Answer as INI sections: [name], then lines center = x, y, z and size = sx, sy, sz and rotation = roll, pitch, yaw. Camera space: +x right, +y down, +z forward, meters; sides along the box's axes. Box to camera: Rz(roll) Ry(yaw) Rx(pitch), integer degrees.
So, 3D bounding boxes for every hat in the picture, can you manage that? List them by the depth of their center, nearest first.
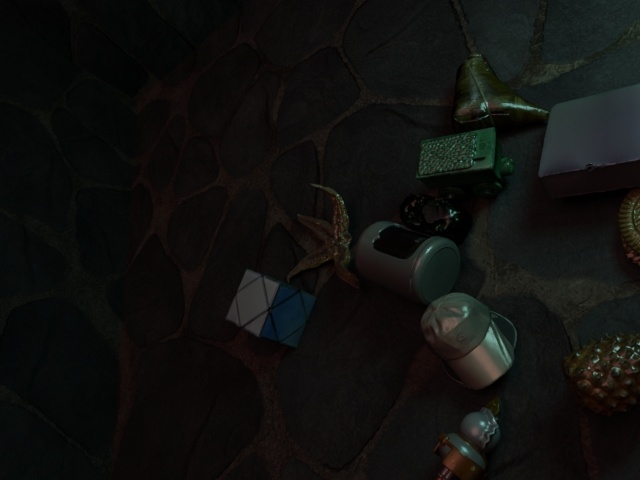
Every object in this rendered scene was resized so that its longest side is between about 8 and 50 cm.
[hat]
center = 0.384, 0.267, 1.400
size = 0.232, 0.161, 0.275
rotation = -47, 50, 20

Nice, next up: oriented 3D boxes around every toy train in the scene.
[toy train]
center = 0.429, -0.214, 1.551
size = 0.266, 0.202, 0.145
rotation = -4, 66, 37

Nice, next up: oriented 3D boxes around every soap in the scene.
[soap]
center = 0.730, -0.261, 1.328
size = 0.296, 0.107, 0.285
rotation = -5, 52, 42

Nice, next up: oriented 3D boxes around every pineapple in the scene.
[pineapple]
center = 0.715, 0.255, 1.123
size = 0.361, 0.175, 0.175
rotation = -24, 55, 14

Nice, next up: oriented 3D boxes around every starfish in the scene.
[starfish]
center = 0.009, -0.001, 1.876
size = 0.384, 0.132, 0.398
rotation = -15, 74, 44

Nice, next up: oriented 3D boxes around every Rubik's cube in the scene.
[Rubik's cube]
center = -0.176, 0.242, 1.864
size = 0.207, 0.205, 0.205
rotation = 19, 83, 44

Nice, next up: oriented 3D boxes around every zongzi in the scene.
[zongzi]
center = 0.560, -0.460, 1.620
size = 0.288, 0.134, 0.286
rotation = -2, 64, 27

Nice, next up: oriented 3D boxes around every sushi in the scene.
[sushi]
center = 0.348, -0.074, 1.610
size = 0.225, 0.127, 0.124
rotation = 21, 84, 47

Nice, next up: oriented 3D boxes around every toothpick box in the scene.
[toothpick box]
center = 0.242, 0.067, 1.592
size = 0.316, 0.229, 0.229
rotation = 21, 85, 46

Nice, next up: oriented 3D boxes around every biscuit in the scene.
[biscuit]
center = 0.824, -0.039, 1.208
size = 0.259, 0.079, 0.259
rotation = -18, 59, 33

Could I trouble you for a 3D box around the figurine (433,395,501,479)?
[figurine]
center = 0.369, 0.510, 1.312
size = 0.143, 0.143, 0.271
rotation = 16, 83, 44
